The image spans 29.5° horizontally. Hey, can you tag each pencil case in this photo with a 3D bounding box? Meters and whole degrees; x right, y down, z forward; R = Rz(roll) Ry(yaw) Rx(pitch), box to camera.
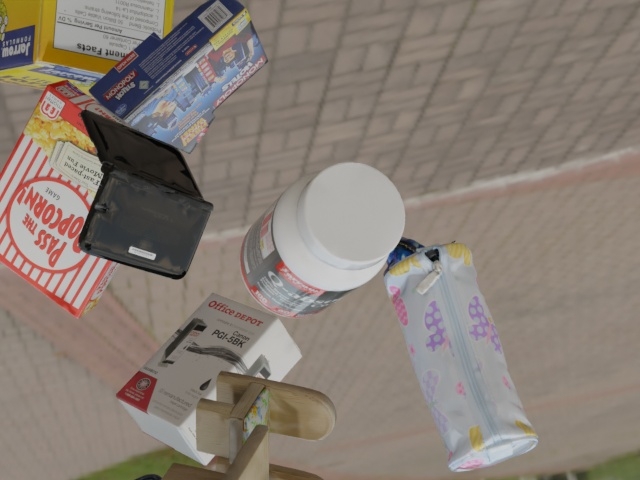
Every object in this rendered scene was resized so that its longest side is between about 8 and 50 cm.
[{"bbox_3d":[0.168,0.138,1.458,0.113,0.273,0.124,-10,159,-18],"label":"pencil case"}]

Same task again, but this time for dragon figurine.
[{"bbox_3d":[0.137,0.008,2.217,0.085,0.144,0.289,-46,-173,-13],"label":"dragon figurine"}]

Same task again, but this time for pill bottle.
[{"bbox_3d":[0.000,0.000,2.090,0.210,0.210,0.363,-7,167,-19],"label":"pill bottle"}]

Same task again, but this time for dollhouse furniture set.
[{"bbox_3d":[-0.033,0.251,0.835,0.161,0.242,0.212,10,-152,15],"label":"dollhouse furniture set"}]

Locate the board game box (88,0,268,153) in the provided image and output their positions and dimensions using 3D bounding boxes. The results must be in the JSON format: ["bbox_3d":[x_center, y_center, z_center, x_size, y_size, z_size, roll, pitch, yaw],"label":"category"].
[{"bbox_3d":[-0.158,-0.186,1.443,0.194,0.060,0.194,-43,164,-6],"label":"board game box"}]

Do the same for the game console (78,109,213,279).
[{"bbox_3d":[-0.156,-0.036,1.016,0.071,0.107,0.122,22,-179,40],"label":"game console"}]

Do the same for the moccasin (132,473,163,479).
[{"bbox_3d":[-0.309,0.324,1.292,0.342,0.117,0.138,-20,-150,-9],"label":"moccasin"}]

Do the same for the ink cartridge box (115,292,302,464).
[{"bbox_3d":[-0.099,0.119,1.084,0.099,0.135,0.056,16,145,45],"label":"ink cartridge box"}]

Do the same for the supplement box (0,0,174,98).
[{"bbox_3d":[-0.319,-0.380,1.594,0.194,0.357,0.195,7,176,-41],"label":"supplement box"}]

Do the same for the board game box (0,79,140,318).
[{"bbox_3d":[-0.251,-0.041,1.231,0.193,0.146,0.045,-57,175,21],"label":"board game box"}]
